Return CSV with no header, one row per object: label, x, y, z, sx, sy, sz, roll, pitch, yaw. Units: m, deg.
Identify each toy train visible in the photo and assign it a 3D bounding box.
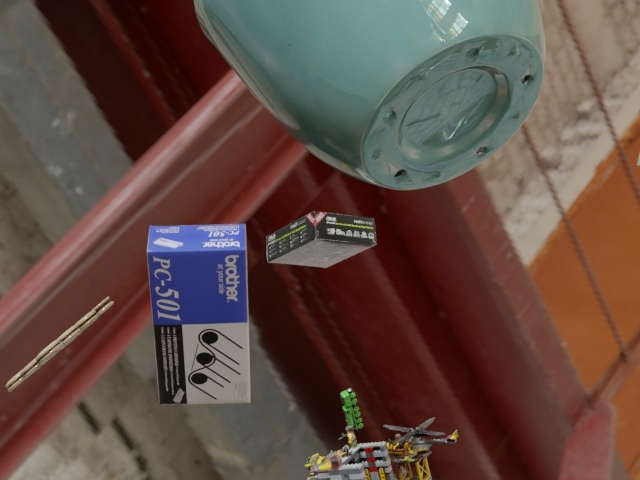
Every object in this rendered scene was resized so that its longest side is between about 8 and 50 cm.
toy train,0.047,0.259,1.971,0.017,0.023,0.083,48,-23,49

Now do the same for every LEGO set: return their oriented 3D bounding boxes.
LEGO set,0.030,0.348,1.859,0.255,0.331,0.192,-7,-81,35

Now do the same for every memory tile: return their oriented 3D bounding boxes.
memory tile,-0.323,0.127,1.606,0.012,0.148,0.113,49,-53,-2

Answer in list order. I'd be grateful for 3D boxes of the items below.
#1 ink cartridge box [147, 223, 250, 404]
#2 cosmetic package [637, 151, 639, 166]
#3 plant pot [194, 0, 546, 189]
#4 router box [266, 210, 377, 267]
ink cartridge box,-0.121,0.078,1.314,0.097,0.046,0.207,-1,-53,-3
cosmetic package,0.422,-0.140,1.550,0.041,0.060,0.115,29,-59,39
plant pot,0.066,-0.189,1.168,0.235,0.293,0.293,58,-17,33
router box,0.000,0.000,1.650,0.092,0.038,0.122,7,-19,-32
